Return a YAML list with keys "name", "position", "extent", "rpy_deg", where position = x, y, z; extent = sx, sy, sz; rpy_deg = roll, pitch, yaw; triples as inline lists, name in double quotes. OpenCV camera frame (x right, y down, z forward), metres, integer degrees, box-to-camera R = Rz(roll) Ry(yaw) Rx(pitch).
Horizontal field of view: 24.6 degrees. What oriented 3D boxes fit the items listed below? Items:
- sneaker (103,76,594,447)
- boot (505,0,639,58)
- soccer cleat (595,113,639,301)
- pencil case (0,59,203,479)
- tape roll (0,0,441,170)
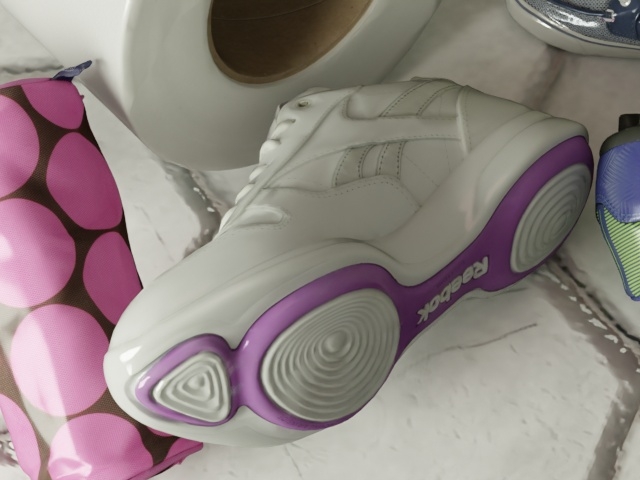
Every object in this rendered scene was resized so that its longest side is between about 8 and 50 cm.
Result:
- name: "sneaker"
  position: [0.000, 0.000, 0.745]
  extent: [0.152, 0.114, 0.305]
  rpy_deg: [33, 43, 31]
- name: "boot"
  position: [0.202, -0.150, 0.857]
  extent: [0.190, 0.086, 0.069]
  rpy_deg: [15, 57, 15]
- name: "soccer cleat"
  position: [0.288, -0.018, 0.773]
  extent: [0.289, 0.093, 0.121]
  rpy_deg: [-2, 85, -2]
- name: "pencil case"
  position: [-0.124, 0.024, 0.719]
  extent: [0.095, 0.098, 0.209]
  rpy_deg: [-21, 84, 27]
- name: "tape roll"
  position: [-0.058, -0.183, 0.806]
  extent: [0.246, 0.246, 0.169]
  rpy_deg: [-36, 59, -19]
